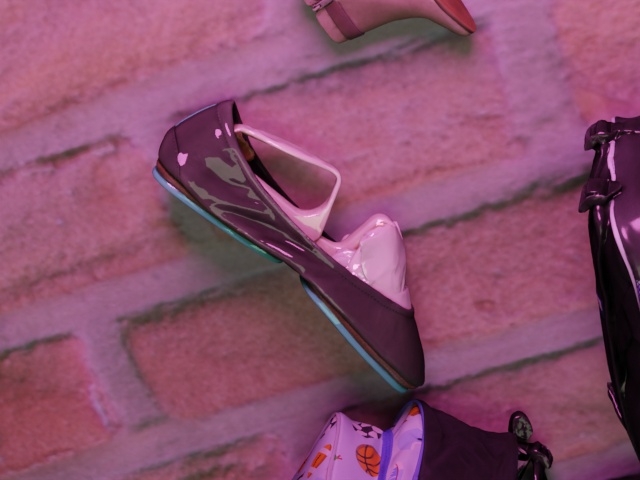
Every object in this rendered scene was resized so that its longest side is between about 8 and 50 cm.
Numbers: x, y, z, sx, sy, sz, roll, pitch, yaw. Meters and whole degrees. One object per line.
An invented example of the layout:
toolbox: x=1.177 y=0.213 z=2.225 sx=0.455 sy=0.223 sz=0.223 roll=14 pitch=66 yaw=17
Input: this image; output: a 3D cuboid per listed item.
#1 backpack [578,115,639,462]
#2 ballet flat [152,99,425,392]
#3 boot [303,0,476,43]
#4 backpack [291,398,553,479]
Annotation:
backpack: x=0.282 y=0.049 z=0.973 sx=0.191 sy=0.225 sz=0.253 roll=-1 pitch=119 yaw=11
ballet flat: x=0.000 y=0.000 z=1.049 sx=0.280 sy=0.095 sz=0.096 roll=41 pitch=99 yaw=-13
boot: x=0.043 y=-0.171 z=0.996 sx=0.087 sy=0.042 sz=0.118 roll=-37 pitch=106 yaw=26
backpack: x=0.050 y=0.286 z=1.091 sx=0.213 sy=0.276 sz=0.263 roll=19 pitch=122 yaw=2
